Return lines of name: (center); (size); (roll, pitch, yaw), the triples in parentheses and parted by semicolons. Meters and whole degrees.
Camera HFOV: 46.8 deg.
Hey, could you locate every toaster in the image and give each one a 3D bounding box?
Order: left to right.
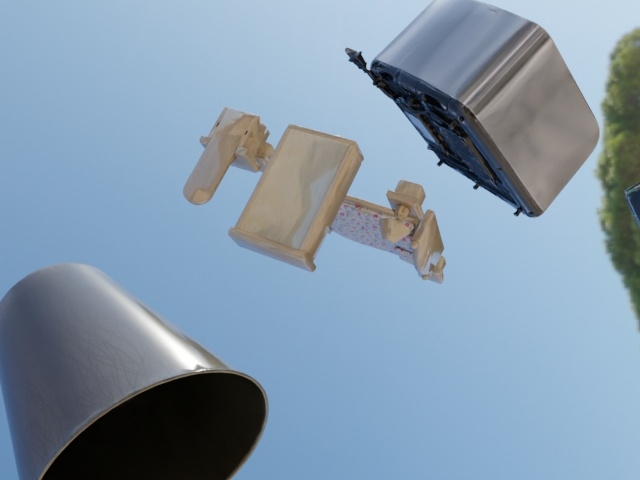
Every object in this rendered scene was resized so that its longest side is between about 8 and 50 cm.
toaster: (0.146, -0.133, 0.696); (0.110, 0.168, 0.185); (-47, -52, 1)

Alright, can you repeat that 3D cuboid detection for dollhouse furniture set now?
dollhouse furniture set: (0.000, 0.000, 1.093); (0.174, 0.303, 0.355); (-63, -25, -16)

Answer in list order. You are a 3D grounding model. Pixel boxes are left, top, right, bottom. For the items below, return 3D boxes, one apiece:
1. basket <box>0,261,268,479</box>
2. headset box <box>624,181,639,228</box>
basket: (-0.193, 0.125, 0.650); (0.204, 0.227, 0.154); (-23, -52, -30)
headset box: (0.334, -0.028, 0.363); (0.283, 0.246, 0.131); (-9, -107, -48)
